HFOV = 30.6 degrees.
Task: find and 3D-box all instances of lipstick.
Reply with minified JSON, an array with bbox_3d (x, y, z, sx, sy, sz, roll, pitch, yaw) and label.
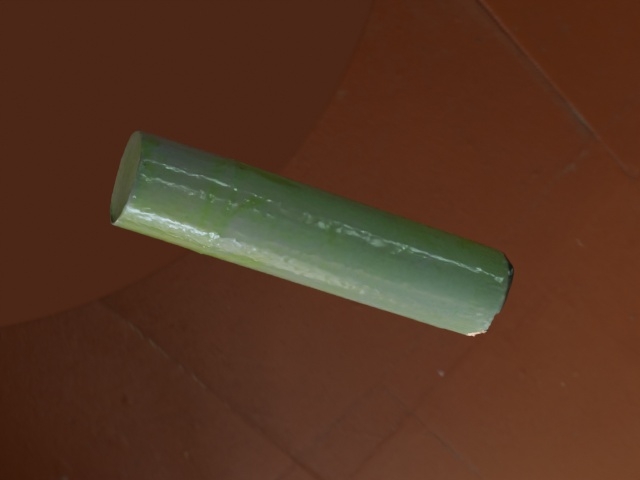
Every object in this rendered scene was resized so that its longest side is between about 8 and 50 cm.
[{"bbox_3d":[0.000,0.000,0.858,0.304,0.076,0.076,17,101,-21],"label":"lipstick"}]
